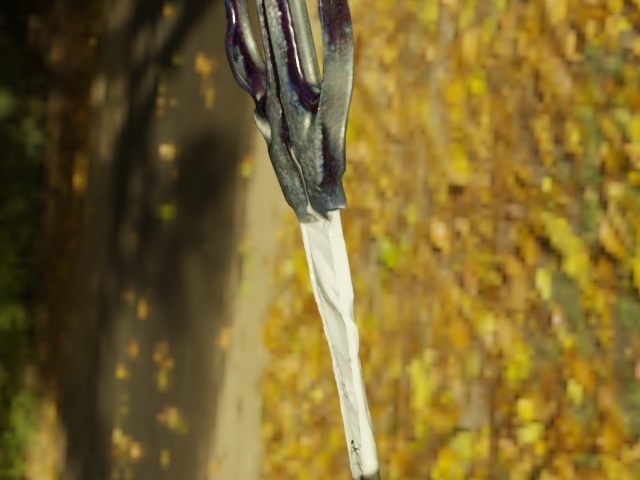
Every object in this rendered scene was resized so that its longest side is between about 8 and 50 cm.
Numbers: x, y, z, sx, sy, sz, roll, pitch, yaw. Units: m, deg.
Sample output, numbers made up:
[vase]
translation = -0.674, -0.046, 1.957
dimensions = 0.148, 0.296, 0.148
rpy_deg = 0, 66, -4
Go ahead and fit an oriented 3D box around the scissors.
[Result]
[scissors]
translation = 0.000, 0.000, 0.819
dimensions = 0.109, 0.022, 0.300
rpy_deg = -173, 72, -66
